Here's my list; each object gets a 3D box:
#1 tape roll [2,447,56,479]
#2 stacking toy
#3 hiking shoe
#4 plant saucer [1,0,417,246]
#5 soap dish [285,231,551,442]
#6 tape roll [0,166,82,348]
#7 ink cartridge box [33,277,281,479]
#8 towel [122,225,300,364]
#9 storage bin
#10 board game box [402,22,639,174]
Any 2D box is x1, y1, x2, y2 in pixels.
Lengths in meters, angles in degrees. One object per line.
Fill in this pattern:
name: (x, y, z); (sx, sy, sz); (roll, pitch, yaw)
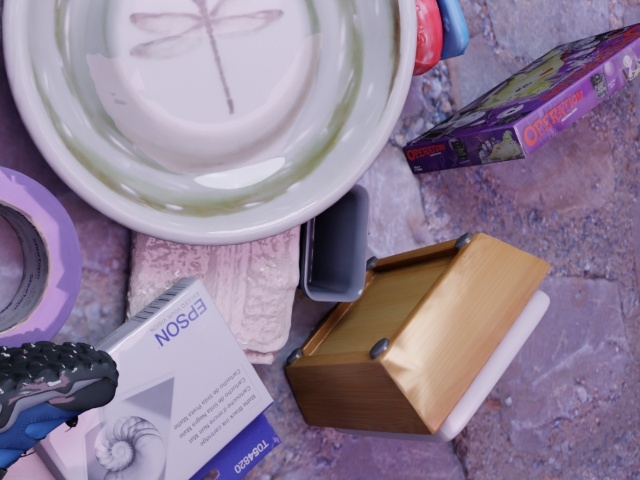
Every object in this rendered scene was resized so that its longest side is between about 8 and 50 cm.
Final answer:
tape roll: (-0.342, 0.329, 0.853); (0.392, 0.072, 0.392); (-1, 92, -36)
stacking toy: (0.004, -0.223, 1.045); (0.301, 0.175, 0.166); (-30, 105, -19)
hiking shoe: (-0.308, 0.182, 0.764); (0.304, 0.113, 0.132); (-21, 110, -16)
plant saucer: (-0.103, -0.197, 0.897); (0.400, 0.100, 0.401); (-6, 108, -20)
soap dish: (0.096, 0.107, 1.029); (0.118, 0.291, 0.229); (46, 66, -12)
tape roll: (-0.325, 0.024, 0.851); (0.189, 0.080, 0.189); (-1, 91, -34)
ink cartridge box: (-0.154, 0.189, 0.913); (0.223, 0.045, 0.224); (-40, 112, -30)
towel: (-0.115, -0.006, 0.995); (0.187, 0.049, 0.282); (3, 89, -23)
storage bin: (0.000, 0.000, 1.069); (0.098, 0.091, 0.135); (4, 90, -35)
board game box: (0.293, -0.192, 1.197); (0.346, 0.208, 0.056); (-34, 110, -30)
